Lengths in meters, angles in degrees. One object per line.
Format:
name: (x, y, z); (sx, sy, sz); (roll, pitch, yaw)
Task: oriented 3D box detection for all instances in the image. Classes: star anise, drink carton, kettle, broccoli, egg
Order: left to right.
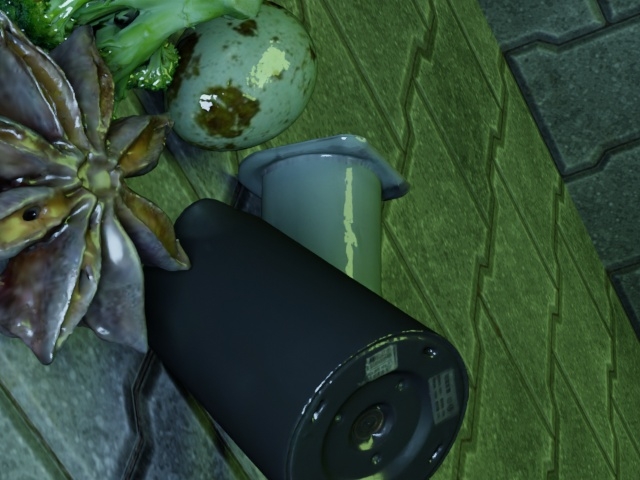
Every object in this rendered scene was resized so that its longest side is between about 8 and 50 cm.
star anise: (-0.234, -0.042, 1.290); (0.332, 0.118, 0.331); (29, 51, -44)
broccoli: (-0.176, -0.249, 1.437); (0.269, 0.269, 0.254); (-87, 161, -45)
egg: (-0.098, -0.188, 1.716); (0.169, 0.169, 0.231); (62, 39, -21)
kettle: (-0.018, 0.124, 1.428); (0.308, 0.203, 0.262); (36, -9, 45)
drink carton: (0.000, 0.000, 1.797); (0.185, 0.191, 0.189); (35, 50, -61)
